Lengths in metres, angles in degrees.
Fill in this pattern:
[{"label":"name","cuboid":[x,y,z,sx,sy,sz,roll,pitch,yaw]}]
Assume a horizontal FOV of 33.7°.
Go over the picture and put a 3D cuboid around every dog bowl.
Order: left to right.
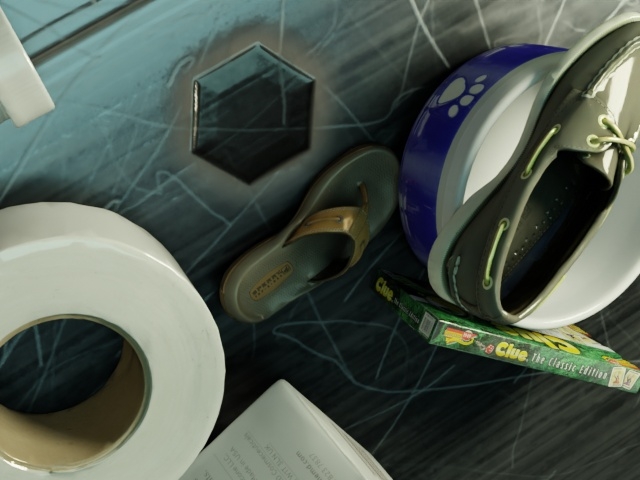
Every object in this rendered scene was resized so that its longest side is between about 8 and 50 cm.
[{"label":"dog bowl","cuboid":[0.211,-0.054,1.022,0.265,0.104,0.264,-10,112,-25]}]

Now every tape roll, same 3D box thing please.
[{"label":"tape roll","cuboid":[-0.232,0.114,0.923,0.286,0.100,0.286,-8,113,-20]}]

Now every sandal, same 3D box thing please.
[{"label":"sandal","cuboid":[0.000,0.000,0.994,0.219,0.060,0.090,-39,120,-11]}]

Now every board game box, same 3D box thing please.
[{"label":"board game box","cuboid":[0.189,0.092,1.068,0.260,0.136,0.030,16,105,-27]}]

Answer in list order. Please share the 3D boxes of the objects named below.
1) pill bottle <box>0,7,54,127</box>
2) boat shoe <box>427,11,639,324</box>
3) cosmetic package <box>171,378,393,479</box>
[{"label":"pill bottle","cuboid":[-0.322,-0.093,0.793,0.221,0.121,0.121,-29,118,-10]},{"label":"boat shoe","cuboid":[0.215,-0.060,0.905,0.109,0.091,0.305,38,87,-33]},{"label":"cosmetic package","cuboid":[-0.114,0.371,0.999,0.453,0.161,0.230,-43,142,-1]}]
